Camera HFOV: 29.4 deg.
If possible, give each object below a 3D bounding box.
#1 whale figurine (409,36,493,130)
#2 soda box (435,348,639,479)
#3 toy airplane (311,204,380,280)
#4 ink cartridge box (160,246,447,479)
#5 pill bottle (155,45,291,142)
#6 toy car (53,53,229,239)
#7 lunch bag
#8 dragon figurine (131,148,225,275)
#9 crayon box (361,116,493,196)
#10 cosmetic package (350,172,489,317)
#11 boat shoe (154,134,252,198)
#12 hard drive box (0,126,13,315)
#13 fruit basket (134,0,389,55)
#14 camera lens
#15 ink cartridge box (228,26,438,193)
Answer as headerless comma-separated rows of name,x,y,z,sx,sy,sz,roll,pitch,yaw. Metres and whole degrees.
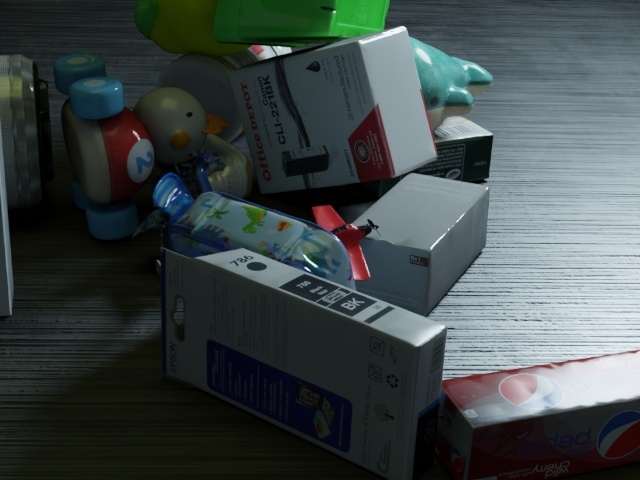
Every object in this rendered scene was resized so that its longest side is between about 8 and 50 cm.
whale figurine,0.156,-0.260,1.915,0.272,0.141,0.216,-20,33,-39
soda box,0.251,0.181,1.250,0.263,0.083,0.092,-6,27,-18
toy airplane,0.000,0.000,1.485,0.151,0.028,0.151,-3,41,3
ink cartridge box,-0.027,0.115,1.273,0.332,0.165,0.065,20,31,31
pill bottle,-0.154,-0.269,2.077,0.162,0.162,0.278,11,27,17
toy car,-0.237,-0.150,1.732,0.238,0.219,0.210,-13,28,-18
lunch bag,-0.063,0.048,1.407,0.219,0.176,0.090,19,52,28
dragon figurine,-0.188,-0.028,1.591,0.144,0.085,0.289,38,33,8
crayon box,0.108,-0.178,1.999,0.203,0.083,0.323,-10,29,-24
cosmetic package,0.127,0.000,1.607,0.127,0.107,0.238,13,30,24
boat shoe,-0.217,-0.136,1.869,0.096,0.098,0.277,-16,32,-35
hard drive box,-0.466,-0.025,1.457,0.181,0.232,0.089,-4,26,-11
fruit basket,-0.099,-0.403,1.860,0.392,0.283,0.392,10,11,-2
camera lens,-0.521,-0.150,1.729,0.274,0.219,0.219,-4,26,-12
ink cartridge box,0.013,-0.184,1.779,0.273,0.197,0.114,-5,15,45
